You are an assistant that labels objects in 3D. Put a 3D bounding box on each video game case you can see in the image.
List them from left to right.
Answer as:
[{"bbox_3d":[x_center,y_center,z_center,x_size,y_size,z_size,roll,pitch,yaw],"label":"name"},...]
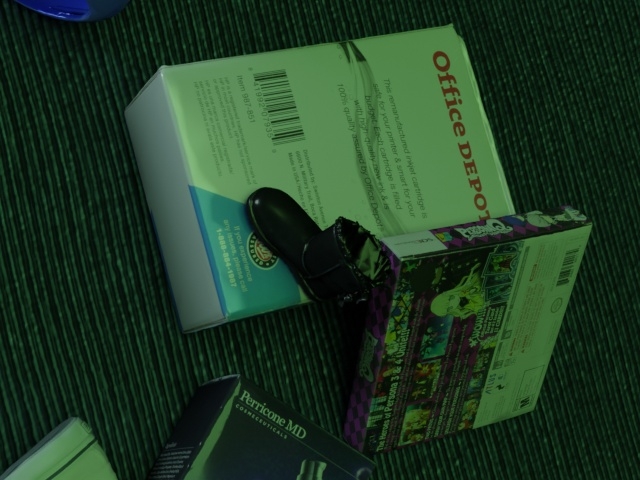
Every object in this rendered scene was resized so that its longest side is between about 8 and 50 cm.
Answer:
[{"bbox_3d":[0.134,0.085,1.058,0.210,0.042,0.232,-11,128,-27],"label":"video game case"}]

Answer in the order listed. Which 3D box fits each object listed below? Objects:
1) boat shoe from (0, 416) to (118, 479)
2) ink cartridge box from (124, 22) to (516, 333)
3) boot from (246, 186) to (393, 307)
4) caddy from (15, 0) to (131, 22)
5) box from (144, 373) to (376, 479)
[{"bbox_3d":[-0.254,0.235,0.897,0.226,0.083,0.075,-39,95,-28],"label":"boat shoe"},{"bbox_3d":[0.002,-0.059,1.058,0.308,0.129,0.223,-13,85,-27],"label":"ink cartridge box"},{"bbox_3d":[-0.001,0.000,0.916,0.045,0.099,0.121,-39,99,-26],"label":"boot"},{"bbox_3d":[-0.271,-0.331,0.931,0.341,0.241,0.179,40,59,-12],"label":"caddy"},{"bbox_3d":[-0.075,0.240,0.968,0.153,0.108,0.207,34,67,-14],"label":"box"}]
